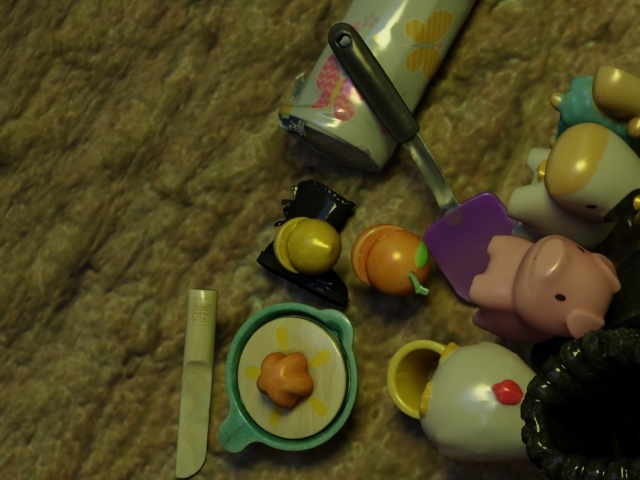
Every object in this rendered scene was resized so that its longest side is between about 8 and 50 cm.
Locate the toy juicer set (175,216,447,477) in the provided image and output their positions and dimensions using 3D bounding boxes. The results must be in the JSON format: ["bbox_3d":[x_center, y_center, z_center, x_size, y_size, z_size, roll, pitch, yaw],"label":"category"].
[{"bbox_3d":[-0.034,0.088,1.250,0.329,0.089,0.209,-18,81,25],"label":"toy juicer set"}]

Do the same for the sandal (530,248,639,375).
[{"bbox_3d":[0.255,0.063,1.156,0.179,0.040,0.067,-41,32,25],"label":"sandal"}]

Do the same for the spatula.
[{"bbox_3d":[0.091,-0.075,1.244,0.084,0.030,0.296,-35,80,14],"label":"spatula"}]

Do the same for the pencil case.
[{"bbox_3d":[0.067,-0.201,1.342,0.124,0.113,0.273,24,82,48],"label":"pencil case"}]

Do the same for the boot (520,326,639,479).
[{"bbox_3d":[0.334,0.108,0.946,0.348,0.260,0.131,-28,57,18],"label":"boot"}]

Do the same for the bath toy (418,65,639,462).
[{"bbox_3d":[0.196,0.028,1.118,0.129,0.151,0.348,19,70,19],"label":"bath toy"}]

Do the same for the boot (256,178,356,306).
[{"bbox_3d":[0.001,0.000,1.333,0.121,0.045,0.099,27,82,38],"label":"boot"}]
